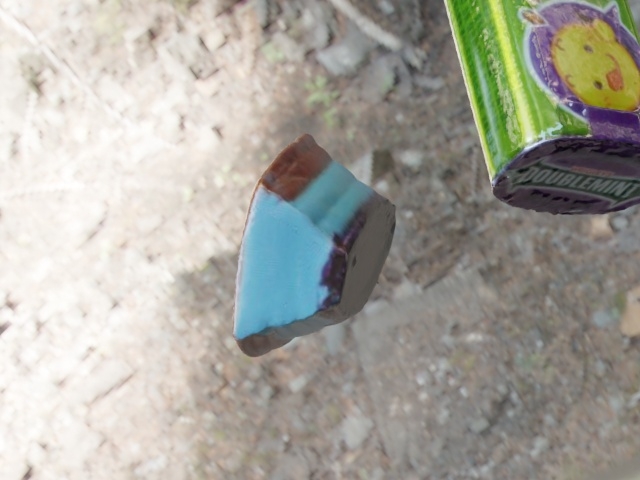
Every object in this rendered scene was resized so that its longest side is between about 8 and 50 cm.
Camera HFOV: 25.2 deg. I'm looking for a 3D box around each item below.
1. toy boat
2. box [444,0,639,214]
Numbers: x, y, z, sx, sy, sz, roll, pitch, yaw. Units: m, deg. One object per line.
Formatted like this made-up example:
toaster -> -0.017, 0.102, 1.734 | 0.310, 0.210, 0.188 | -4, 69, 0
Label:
toy boat -> 0.000, 0.000, 0.938 | 0.079, 0.392, 0.136 | 10, 96, 6
box -> 0.151, -0.189, 1.052 | 0.097, 0.134, 0.346 | -50, 43, 50
